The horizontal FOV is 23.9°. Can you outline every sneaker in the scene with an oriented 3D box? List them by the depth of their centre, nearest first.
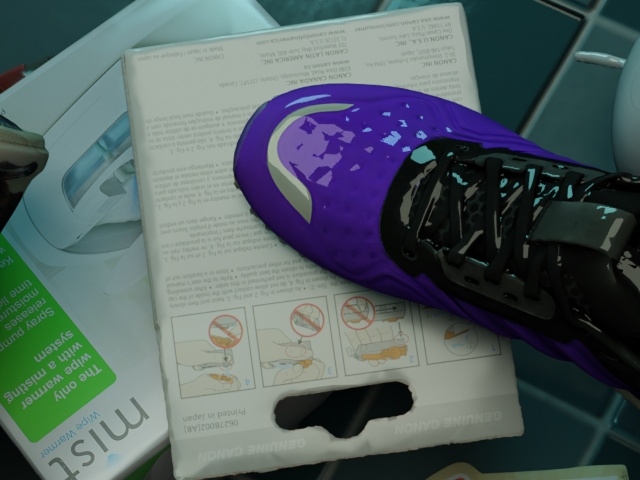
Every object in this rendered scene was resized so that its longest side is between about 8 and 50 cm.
[{"bbox_3d":[0.100,-0.003,0.682,0.293,0.146,0.102,24,84,2],"label":"sneaker"}]

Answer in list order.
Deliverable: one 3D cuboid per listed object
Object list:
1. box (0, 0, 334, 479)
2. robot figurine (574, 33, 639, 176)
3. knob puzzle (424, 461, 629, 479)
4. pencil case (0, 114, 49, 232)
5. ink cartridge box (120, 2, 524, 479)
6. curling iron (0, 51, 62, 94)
[{"bbox_3d":[-0.090,0.010,0.869,0.262,0.126,0.231,-37,67,-12],"label":"box"},{"bbox_3d":[0.299,-0.028,0.812,0.300,0.200,0.353,-42,70,2],"label":"robot figurine"},{"bbox_3d":[0.085,0.212,0.819,0.213,0.030,0.213,-2,67,4],"label":"knob puzzle"},{"bbox_3d":[-0.275,0.097,0.719,0.160,0.183,0.410,23,92,-24],"label":"pencil case"},{"bbox_3d":[0.000,0.000,0.781,0.181,0.056,0.224,-8,85,0],"label":"ink cartridge box"},{"bbox_3d":[-0.178,-0.086,0.962,0.274,0.035,0.068,-26,65,-6],"label":"curling iron"}]
